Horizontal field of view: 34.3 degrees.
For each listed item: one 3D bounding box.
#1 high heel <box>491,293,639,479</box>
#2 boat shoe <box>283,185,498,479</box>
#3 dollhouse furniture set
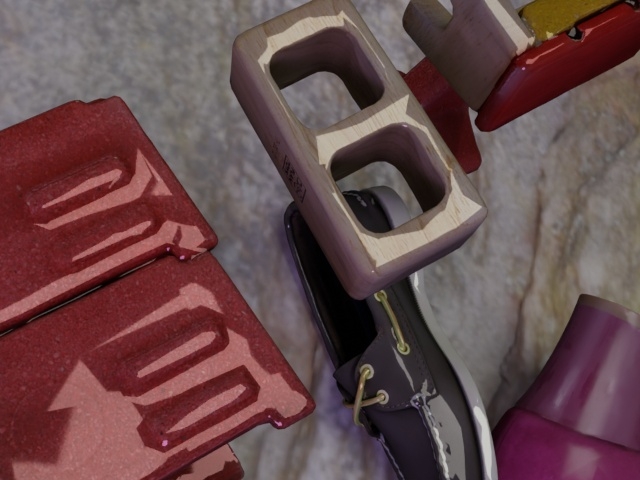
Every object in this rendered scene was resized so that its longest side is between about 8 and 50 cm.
[{"bbox_3d":[0.261,0.196,0.676,0.377,0.127,0.181,31,84,-15],"label":"high heel"},{"bbox_3d":[0.037,0.071,0.618,0.068,0.081,0.228,-5,60,-26],"label":"boat shoe"},{"bbox_3d":[0.000,0.000,0.502,0.374,0.201,0.152,-27,78,-18],"label":"dollhouse furniture set"}]
